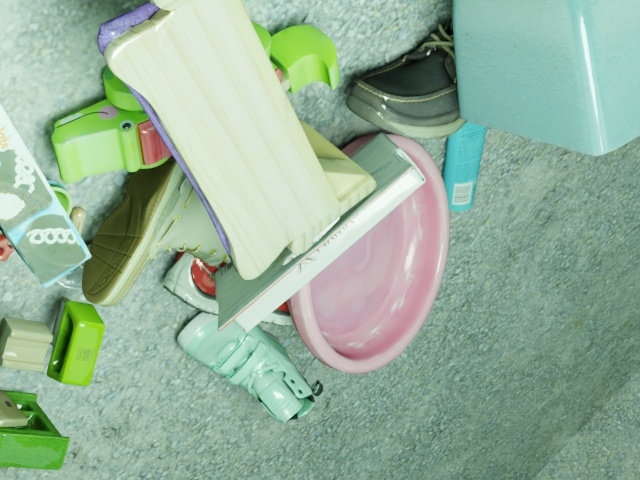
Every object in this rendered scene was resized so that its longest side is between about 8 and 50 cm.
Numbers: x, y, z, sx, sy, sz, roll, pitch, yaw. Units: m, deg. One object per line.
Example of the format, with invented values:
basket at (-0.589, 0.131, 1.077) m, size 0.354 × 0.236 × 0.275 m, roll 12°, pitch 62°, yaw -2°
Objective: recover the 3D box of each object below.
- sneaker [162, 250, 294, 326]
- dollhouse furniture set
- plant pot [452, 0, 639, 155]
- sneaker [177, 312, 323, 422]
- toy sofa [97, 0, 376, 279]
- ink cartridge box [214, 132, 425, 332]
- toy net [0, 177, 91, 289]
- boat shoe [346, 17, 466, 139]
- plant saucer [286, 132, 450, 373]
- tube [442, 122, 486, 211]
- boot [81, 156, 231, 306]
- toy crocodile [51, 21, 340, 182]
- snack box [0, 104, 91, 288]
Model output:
sneaker at (-0.083, 0.041, 1.549) m, size 0.279 × 0.107 × 0.118 m, roll 7°, pitch 113°, yaw -54°
dollhouse furniture set at (-0.426, 0.132, 1.304) m, size 0.301 × 0.151 × 0.197 m, roll 12°, pitch 99°, yaw -34°
plant pot at (0.298, -0.277, 1.304) m, size 0.248 × 0.247 × 0.252 m, roll -29°, pitch 119°, yaw -23°
sneaker at (-0.092, 0.184, 1.655) m, size 0.094 × 0.151 × 0.256 m, roll -47°, pitch 147°, yaw 8°
toy sofa at (-0.099, -0.143, 1.112) m, size 0.177 × 0.150 × 0.362 m, roll -39°, pitch 138°, yaw -9°
ink cartridge box at (0.000, 0.000, 1.313) m, size 0.275 × 0.239 × 0.060 m, roll -40°, pitch 105°, yaw 5°
toy net at (-0.306, 0.012, 1.313) m, size 0.122 × 0.045 × 0.232 m, roll -41°, pitch 148°, yaw -6°
boat shoe at (0.167, -0.226, 1.511) m, size 0.355 × 0.132 × 0.130 m, roll -20°, pitch 132°, yaw -47°
plant saucer at (0.055, 0.014, 1.589) m, size 0.332 × 0.084 × 0.332 m, roll -18°, pitch 114°, yaw -48°
tube at (0.216, -0.137, 1.726) m, size 0.080 × 0.052 × 0.207 m, roll -28°, pitch 140°, yaw -32°
boot at (-0.175, 0.003, 1.357) m, size 0.165 × 0.077 × 0.213 m, roll 39°, pitch 73°, yaw -50°
toy crocodile at (-0.133, -0.149, 1.262) m, size 0.340 × 0.105 × 0.115 m, roll -25°, pitch 144°, yaw -27°
snack box at (-0.319, -0.112, 1.019) m, size 0.060 × 0.187 × 0.322 m, roll -35°, pitch 147°, yaw -13°
